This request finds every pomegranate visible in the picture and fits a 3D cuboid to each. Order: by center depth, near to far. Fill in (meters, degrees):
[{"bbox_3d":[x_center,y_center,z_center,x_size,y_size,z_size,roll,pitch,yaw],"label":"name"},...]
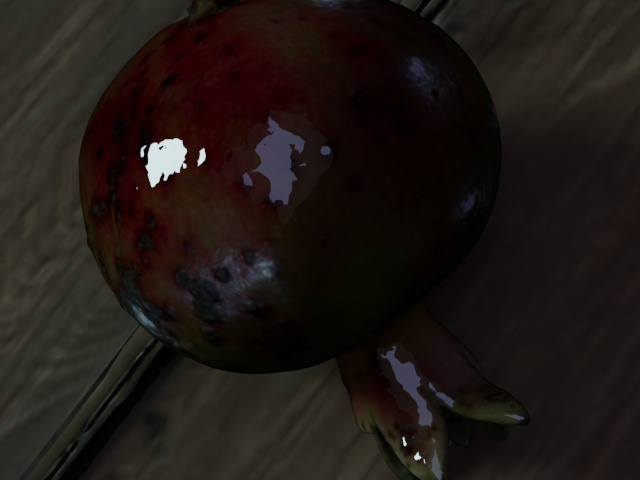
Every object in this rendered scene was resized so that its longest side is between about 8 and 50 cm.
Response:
[{"bbox_3d":[-0.006,0.001,0.507,0.129,0.129,0.159,-10,78,1],"label":"pomegranate"}]
